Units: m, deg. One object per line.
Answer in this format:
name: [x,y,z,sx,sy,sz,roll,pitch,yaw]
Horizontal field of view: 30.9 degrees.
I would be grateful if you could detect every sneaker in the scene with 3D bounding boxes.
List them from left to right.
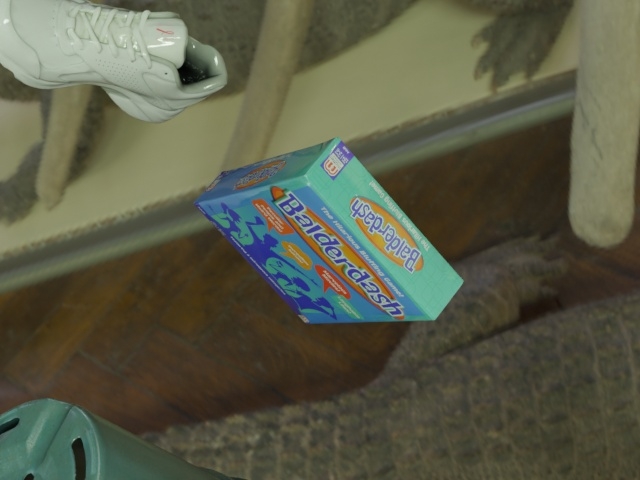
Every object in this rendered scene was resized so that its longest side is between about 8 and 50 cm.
sneaker: [-0.170,-0.170,0.973,0.115,0.232,0.090,-12,75,38]

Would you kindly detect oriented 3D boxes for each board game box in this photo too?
board game box: [0.000,0.000,0.971,0.047,0.160,0.210,-50,19,-24]

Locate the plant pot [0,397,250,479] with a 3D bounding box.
plant pot: [-0.238,0.358,1.284,0.341,0.334,0.341,-21,46,24]
